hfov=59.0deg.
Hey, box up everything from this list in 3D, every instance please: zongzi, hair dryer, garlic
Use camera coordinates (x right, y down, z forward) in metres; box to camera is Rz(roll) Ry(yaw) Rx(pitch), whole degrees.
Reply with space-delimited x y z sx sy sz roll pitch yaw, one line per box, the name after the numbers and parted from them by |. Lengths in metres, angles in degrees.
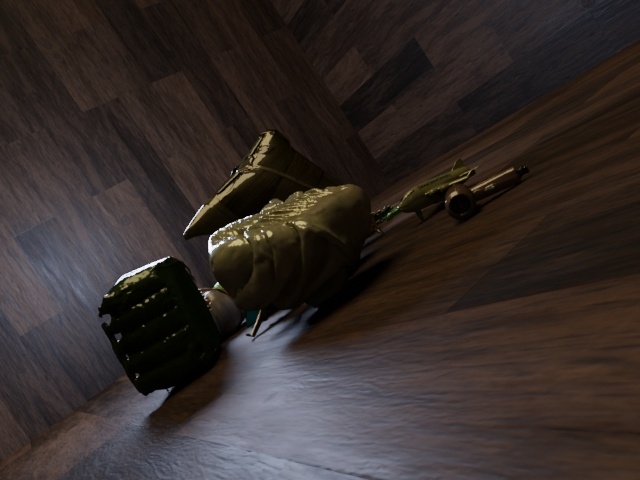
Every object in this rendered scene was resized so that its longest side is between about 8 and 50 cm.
-0.096 -0.033 1.742 0.467 0.500 0.218 -56 4 -26 | zongzi
0.343 -0.108 1.169 0.182 0.064 0.117 -27 6 16 | hair dryer
-0.332 0.245 1.842 0.214 0.191 0.160 -23 23 -27 | garlic

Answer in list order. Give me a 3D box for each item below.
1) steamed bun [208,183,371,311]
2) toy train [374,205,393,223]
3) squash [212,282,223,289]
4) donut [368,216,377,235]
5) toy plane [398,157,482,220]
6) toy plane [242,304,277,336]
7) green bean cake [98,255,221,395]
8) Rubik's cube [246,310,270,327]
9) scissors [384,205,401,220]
-0.053 0.035 1.260 0.339 0.247 0.352 -9 23 35 | steamed bun
0.242 -0.098 2.220 0.103 0.044 0.064 -34 -7 2 | toy train
-0.325 0.193 2.152 0.260 0.189 0.189 -27 7 43 | squash
0.131 -0.032 2.051 0.181 0.078 0.146 -28 1 -27 | donut
0.318 -0.136 1.526 0.244 0.092 0.229 -35 5 -13 | toy plane
-0.135 0.135 1.495 0.104 0.241 0.256 9 -5 27 | toy plane
-0.424 0.226 1.538 0.218 0.335 0.319 -24 0 -3 | green bean cake
-0.128 0.168 1.786 0.250 0.284 0.234 -66 -17 -4 | Rubik's cube
0.327 -0.139 2.083 0.204 0.027 0.101 -35 5 24 | scissors
